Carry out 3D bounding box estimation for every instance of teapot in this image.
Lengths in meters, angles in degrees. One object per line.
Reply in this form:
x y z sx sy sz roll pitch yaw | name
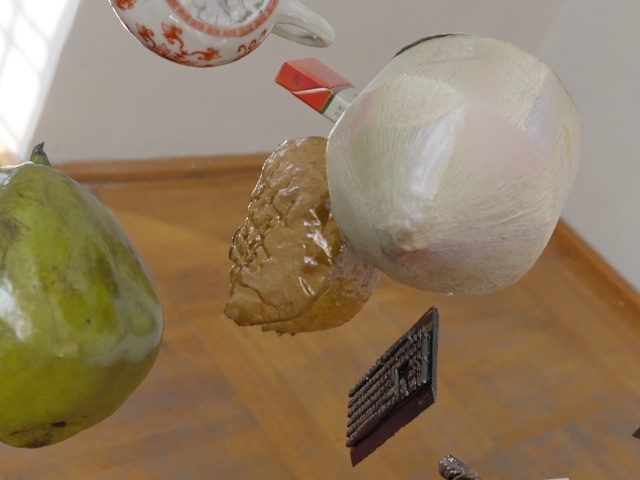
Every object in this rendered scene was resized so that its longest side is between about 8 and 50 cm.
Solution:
-0.088 -0.214 0.837 0.246 0.116 0.159 18 72 -37 | teapot

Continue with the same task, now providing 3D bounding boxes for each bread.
0.000 0.000 1.171 0.139 0.229 0.143 5 -15 43 | bread

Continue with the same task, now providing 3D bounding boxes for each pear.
-0.343 0.062 1.280 0.287 0.287 0.375 3 78 -32 | pear

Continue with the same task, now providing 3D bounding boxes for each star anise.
0.224 0.379 1.646 0.124 0.056 0.129 42 14 -19 | star anise

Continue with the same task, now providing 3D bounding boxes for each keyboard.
0.051 0.116 0.808 0.015 0.196 0.074 14 63 -10 | keyboard

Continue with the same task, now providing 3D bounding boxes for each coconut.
0.108 -0.058 0.907 0.224 0.224 0.234 28 53 2 | coconut

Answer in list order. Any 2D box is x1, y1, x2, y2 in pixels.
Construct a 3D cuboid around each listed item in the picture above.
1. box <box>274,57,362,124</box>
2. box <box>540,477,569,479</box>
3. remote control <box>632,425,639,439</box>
0.065 -0.144 1.298 0.245 0.035 0.139 37 17 5 | box
0.136 0.245 0.856 0.167 0.024 0.090 -1 63 -18 | box
0.321 0.172 1.003 0.034 0.091 0.016 -34 70 -13 | remote control
